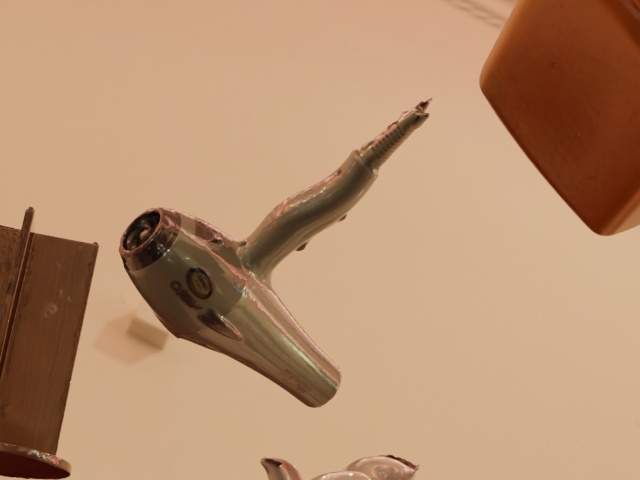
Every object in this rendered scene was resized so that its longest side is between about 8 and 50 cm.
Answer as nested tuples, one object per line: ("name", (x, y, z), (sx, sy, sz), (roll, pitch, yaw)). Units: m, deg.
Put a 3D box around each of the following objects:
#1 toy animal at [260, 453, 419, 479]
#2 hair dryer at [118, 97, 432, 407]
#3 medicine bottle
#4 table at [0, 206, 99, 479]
("toy animal", (0.015, 0.186, 0.847), (0.085, 0.124, 0.071), (26, -74, 28))
("hair dryer", (0.001, 0.031, 0.971), (0.267, 0.092, 0.229), (-22, -54, 4))
("medicine bottle", (0.198, -0.119, 0.713), (0.149, 0.112, 0.222), (54, -24, 16))
("table", (-0.292, 0.093, 1.121), (0.167, 0.226, 0.167), (7, -21, 3))
